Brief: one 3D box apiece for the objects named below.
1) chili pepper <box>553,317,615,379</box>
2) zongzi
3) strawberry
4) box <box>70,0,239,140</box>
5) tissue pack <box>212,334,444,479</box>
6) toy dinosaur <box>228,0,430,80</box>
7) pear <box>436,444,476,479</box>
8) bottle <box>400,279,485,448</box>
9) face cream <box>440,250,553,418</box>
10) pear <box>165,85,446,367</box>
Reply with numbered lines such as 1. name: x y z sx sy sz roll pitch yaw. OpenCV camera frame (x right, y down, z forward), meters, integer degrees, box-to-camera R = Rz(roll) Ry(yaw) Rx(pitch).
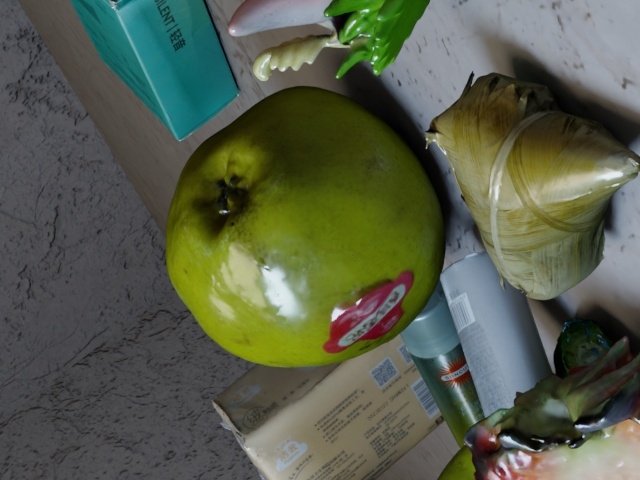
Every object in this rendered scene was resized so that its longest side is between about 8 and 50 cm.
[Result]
1. chili pepper: 0.259 0.138 1.328 0.098 0.061 0.224 59 178 28
2. zongzi: 0.187 -0.022 1.032 0.197 0.099 0.194 28 155 49
3. strawberry: 0.285 0.211 1.195 0.233 0.137 0.306 -30 117 37
4. box: -0.236 -0.299 1.825 0.205 0.118 0.311 44 167 28
5. tissue pack: 0.012 0.202 1.918 0.238 0.305 0.238 49 169 13
6. toy dinosaur: -0.005 -0.220 1.028 0.177 0.194 0.152 28 174 9
7. pear: 0.243 0.334 1.494 0.294 0.294 0.294 50 169 13
8. bottle: 0.165 0.158 1.732 0.082 0.082 0.286 40 164 49
9. face cream: 0.189 0.145 1.340 0.107 0.073 0.269 104 151 -71
10. pear: 0.000 0.000 1.441 0.287 0.287 0.375 46 -166 29
